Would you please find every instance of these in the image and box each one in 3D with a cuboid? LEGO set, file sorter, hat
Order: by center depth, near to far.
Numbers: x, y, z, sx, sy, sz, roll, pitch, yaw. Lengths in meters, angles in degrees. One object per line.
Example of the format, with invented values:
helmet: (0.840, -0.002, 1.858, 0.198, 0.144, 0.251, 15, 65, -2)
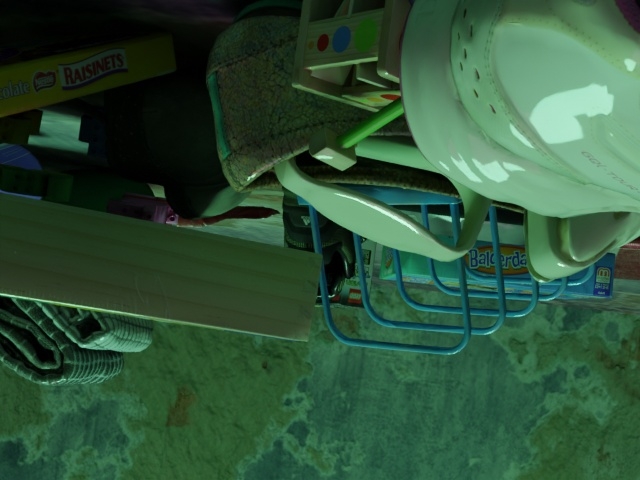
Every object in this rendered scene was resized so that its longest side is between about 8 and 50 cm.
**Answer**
file sorter: (0.089, -0.002, 0.750, 0.118, 0.104, 0.170, 2, -165, 40)
LEGO set: (-0.217, -0.064, 0.889, 0.227, 0.087, 0.093, 8, -170, -8)
hat: (-0.202, -0.063, 1.253, 0.208, 0.183, 0.173, 45, -177, -40)

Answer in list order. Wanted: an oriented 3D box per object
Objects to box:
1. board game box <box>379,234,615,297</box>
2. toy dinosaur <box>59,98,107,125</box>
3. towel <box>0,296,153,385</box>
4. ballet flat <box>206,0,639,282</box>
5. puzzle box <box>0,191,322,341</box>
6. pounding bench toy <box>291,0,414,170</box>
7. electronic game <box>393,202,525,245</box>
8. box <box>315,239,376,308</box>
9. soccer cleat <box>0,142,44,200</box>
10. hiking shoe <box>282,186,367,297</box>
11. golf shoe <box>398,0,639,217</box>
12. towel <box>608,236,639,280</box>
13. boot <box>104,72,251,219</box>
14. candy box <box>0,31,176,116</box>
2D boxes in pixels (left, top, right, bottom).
board game box: (0.173, 0.027, 1.181, 0.210, 0.047, 0.160, 6, 176, -3)
toy dinosaur: (-0.226, -0.106, 0.711, 0.212, 0.064, 0.112, 16, -166, 21)
towel: (-0.321, 0.034, 1.239, 0.283, 0.121, 0.235, 45, 180, 8)
ballet flat: (0.092, -0.036, 0.598, 0.316, 0.106, 0.107, 8, 158, -15)
puzzle box: (-0.206, 0.002, 0.743, 0.272, 0.052, 0.409, 10, 177, -25)
pounding bench toy: (0.029, -0.072, 0.488, 0.052, 0.083, 0.065, 12, 174, -41)
electronic game: (0.136, -0.026, 1.029, 0.229, 0.048, 0.229, 6, -177, 0)
box: (0.015, 0.025, 1.416, 0.036, 0.114, 0.207, 9, 174, -17)
soccer cleat: (-0.365, -0.069, 0.965, 0.318, 0.108, 0.116, 16, 174, -38)
hiking shoe: (0.000, 0.000, 1.149, 0.086, 0.114, 0.227, 7, 175, 13)
golf shoe: (0.187, -0.044, 0.441, 0.306, 0.115, 0.140, 8, 172, -21)
towel: (0.276, 0.006, 1.286, 0.329, 0.037, 0.237, 5, 172, 11)
boot: (-0.026, -0.061, 0.751, 0.161, 0.083, 0.246, -2, 177, 11)
candy box: (-0.177, -0.079, 0.583, 0.105, 0.027, 0.206, 2, -163, 32)
